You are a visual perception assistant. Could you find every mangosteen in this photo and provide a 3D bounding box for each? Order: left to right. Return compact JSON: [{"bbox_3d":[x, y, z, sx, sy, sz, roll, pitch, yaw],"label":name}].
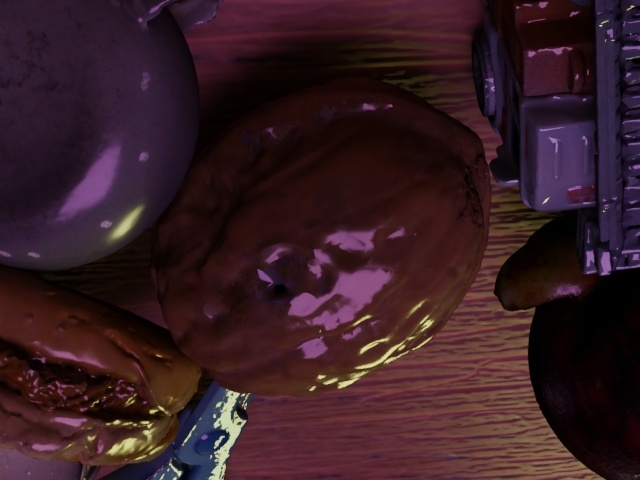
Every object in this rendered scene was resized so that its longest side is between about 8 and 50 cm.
[{"bbox_3d":[0.238,0.051,1.062,0.228,0.228,0.265,-36,93,24],"label":"mangosteen"}]

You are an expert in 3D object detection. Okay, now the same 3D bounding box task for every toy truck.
[{"bbox_3d":[0.163,-0.129,0.884,0.133,0.184,0.338,-7,133,0],"label":"toy truck"}]

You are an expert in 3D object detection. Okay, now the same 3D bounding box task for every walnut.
[{"bbox_3d":[0.000,0.000,0.978,0.245,0.198,0.198,-34,129,17],"label":"walnut"}]

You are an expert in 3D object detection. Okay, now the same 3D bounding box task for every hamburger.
[{"bbox_3d":[-0.243,0.173,1.197,0.140,0.062,0.133,30,121,-29],"label":"hamburger"},{"bbox_3d":[-0.185,0.082,1.013,0.214,0.214,0.108,25,84,-28],"label":"hamburger"}]

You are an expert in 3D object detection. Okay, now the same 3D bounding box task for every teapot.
[{"bbox_3d":[-0.162,-0.080,0.902,0.294,0.129,0.193,-36,86,15],"label":"teapot"}]

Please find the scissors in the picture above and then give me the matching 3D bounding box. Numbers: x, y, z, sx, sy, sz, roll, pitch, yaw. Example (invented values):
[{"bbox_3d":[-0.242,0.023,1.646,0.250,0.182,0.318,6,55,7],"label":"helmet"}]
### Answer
[{"bbox_3d":[-0.100,0.155,1.198,0.180,0.032,0.393,-1,134,-42],"label":"scissors"}]
